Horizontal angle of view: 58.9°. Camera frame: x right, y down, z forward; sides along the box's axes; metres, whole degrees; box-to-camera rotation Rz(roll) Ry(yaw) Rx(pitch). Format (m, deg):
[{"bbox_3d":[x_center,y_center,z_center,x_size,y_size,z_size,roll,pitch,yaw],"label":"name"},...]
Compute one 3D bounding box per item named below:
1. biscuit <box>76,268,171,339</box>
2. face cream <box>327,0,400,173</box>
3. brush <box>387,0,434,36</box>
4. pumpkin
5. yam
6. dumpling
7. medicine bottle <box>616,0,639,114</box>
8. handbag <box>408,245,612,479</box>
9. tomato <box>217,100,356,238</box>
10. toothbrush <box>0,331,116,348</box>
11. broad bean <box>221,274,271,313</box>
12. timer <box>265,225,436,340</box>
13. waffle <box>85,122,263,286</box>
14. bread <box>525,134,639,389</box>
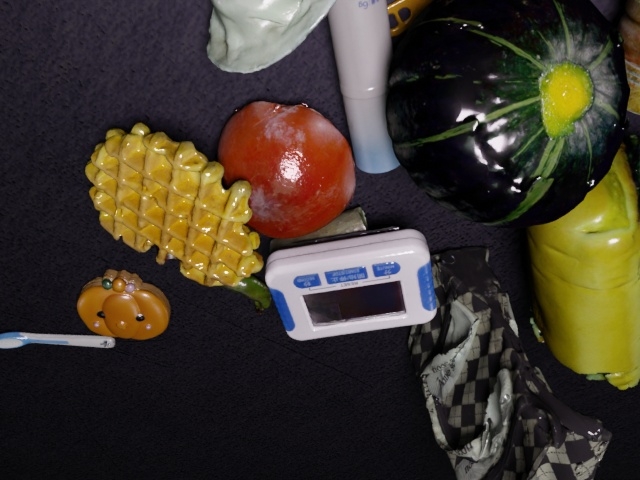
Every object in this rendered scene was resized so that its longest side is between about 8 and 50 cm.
[{"bbox_3d":[-0.366,0.128,1.051,0.170,0.050,0.170,-1,130,-1],"label":"biscuit"},{"bbox_3d":[0.063,-0.211,0.753,0.077,0.077,0.250,-9,130,7],"label":"face cream"},{"bbox_3d":[0.192,-0.329,0.698,0.272,0.013,0.103,-24,126,19],"label":"brush"},{"bbox_3d":[0.209,-0.170,0.702,0.295,0.296,0.296,0,130,0],"label":"pumpkin"},{"bbox_3d":[0.000,0.000,0.940,0.169,0.068,0.068,-21,127,12],"label":"yam"},{"bbox_3d":[-0.064,-0.283,0.642,0.108,0.153,0.219,33,117,-28],"label":"dumpling"},{"bbox_3d":[0.439,-0.309,0.627,0.151,0.151,0.323,1,130,-1],"label":"medicine bottle"},{"bbox_3d":[0.280,0.237,0.915,0.180,0.416,0.317,-7,131,-7],"label":"handbag"},{"bbox_3d":[-0.052,-0.082,0.820,0.199,0.112,0.228,-18,126,29],"label":"tomato"},{"bbox_3d":[-0.602,0.199,1.116,0.385,0.040,0.040,3,130,-4],"label":"toothbrush"},{"bbox_3d":[-0.151,0.071,1.010,0.061,0.046,0.195,-32,125,21],"label":"broad bean"},{"bbox_3d":[0.051,0.069,0.905,0.253,0.078,0.178,-9,132,8],"label":"timer"},{"bbox_3d":[-0.220,-0.038,0.832,0.309,0.065,0.283,-4,124,37],"label":"waffle"},{"bbox_3d":[0.422,0.022,0.856,0.208,0.251,0.377,20,147,39],"label":"bread"}]
